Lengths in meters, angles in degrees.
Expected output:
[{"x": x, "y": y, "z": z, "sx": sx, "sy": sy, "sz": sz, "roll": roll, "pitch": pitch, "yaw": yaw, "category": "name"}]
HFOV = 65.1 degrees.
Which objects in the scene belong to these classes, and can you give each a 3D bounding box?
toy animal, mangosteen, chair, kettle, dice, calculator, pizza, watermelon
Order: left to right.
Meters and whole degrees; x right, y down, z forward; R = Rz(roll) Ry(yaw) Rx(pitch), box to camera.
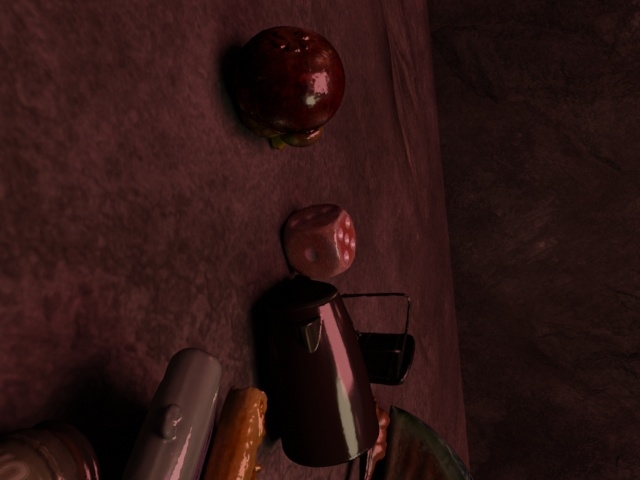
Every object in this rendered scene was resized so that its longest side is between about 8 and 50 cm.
[{"x": -0.125, "y": 0.190, "z": 0.420, "sx": 0.246, "sy": 0.045, "sz": 0.141, "roll": 109, "pitch": -4, "yaw": -48, "category": "calculator"}, {"x": -0.097, "y": 0.266, "z": 0.541, "sx": 0.161, "sy": 0.063, "sz": 0.181, "roll": 109, "pitch": -7, "yaw": -55, "category": "pizza"}, {"x": -0.039, "y": -0.188, "z": 0.674, "sx": 0.145, "sy": 0.156, "sz": 0.181, "roll": -119, "pitch": -153, "yaw": -53, "category": "mangosteen"}, {"x": -0.003, "y": 0.170, "z": 0.732, "sx": 0.202, "sy": 0.144, "sz": 0.231, "roll": -80, "pitch": 160, "yaw": -79, "category": "kettle"}, {"x": 0.000, "y": 0.000, "z": 0.800, "sx": 0.091, "sy": 0.093, "sz": 0.094, "roll": -57, "pitch": 140, "yaw": -55, "category": "dice"}, {"x": 0.099, "y": 0.447, "z": 1.027, "sx": 0.230, "sy": 0.067, "sz": 0.224, "roll": 29, "pitch": 67, "yaw": -77, "category": "toy animal"}, {"x": 0.112, "y": 0.228, "z": 0.984, "sx": 0.140, "sy": 0.146, "sz": 0.221, "roll": -67, "pitch": 148, "yaw": -45, "category": "chair"}, {"x": 0.208, "y": 0.563, "z": 1.095, "sx": 0.387, "sy": 0.259, "sz": 0.228, "roll": 52, "pitch": -8, "yaw": 38, "category": "watermelon"}]

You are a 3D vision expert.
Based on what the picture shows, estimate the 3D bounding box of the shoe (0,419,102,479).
[{"x": -0.202, "y": 0.264, "z": 0.275, "sx": 0.149, "sy": 0.109, "sz": 0.292, "roll": 10, "pitch": 75, "yaw": -64, "category": "shoe"}]
